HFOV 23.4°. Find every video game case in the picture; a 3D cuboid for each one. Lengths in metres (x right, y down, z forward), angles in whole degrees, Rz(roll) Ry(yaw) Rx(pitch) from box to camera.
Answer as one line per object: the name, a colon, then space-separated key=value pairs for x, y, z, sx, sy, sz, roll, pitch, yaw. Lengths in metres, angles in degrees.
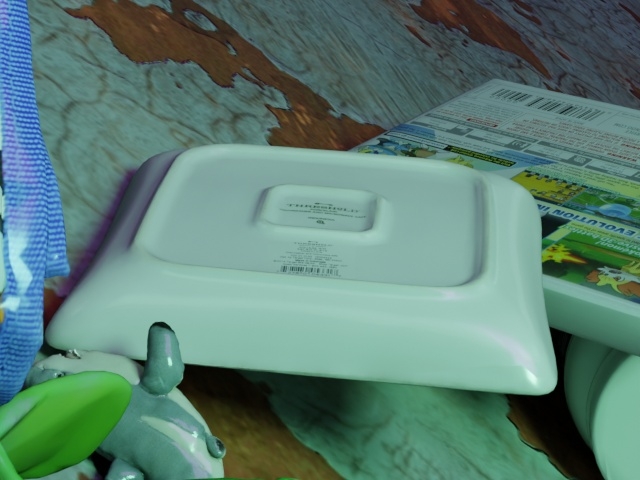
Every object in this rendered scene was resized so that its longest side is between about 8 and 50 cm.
video game case: x=0.175 y=-0.030 z=1.108 sx=0.329 sy=0.036 sz=0.300 roll=19 pitch=32 yaw=36

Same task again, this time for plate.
plate: x=0.000 y=0.000 z=0.931 sx=0.277 sy=0.045 sz=0.278 roll=6 pitch=24 yaw=3

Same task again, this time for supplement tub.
supplement tub: x=0.272 y=0.069 z=1.152 sx=0.191 sy=0.191 sz=0.272 roll=31 pitch=24 yaw=-11

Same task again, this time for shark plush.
shark plush: x=-0.087 y=0.120 z=0.776 sx=0.067 sy=0.073 sz=0.161 roll=-17 pitch=70 yaw=-33

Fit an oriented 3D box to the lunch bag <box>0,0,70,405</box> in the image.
lunch bag: x=-0.296 y=-0.079 z=0.541 sx=0.328 sy=0.239 sz=0.385 roll=8 pitch=27 yaw=-35

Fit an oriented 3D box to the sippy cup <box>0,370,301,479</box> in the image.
sippy cup: x=0.003 y=0.187 z=0.546 sx=0.224 sy=0.240 sz=0.305 roll=2 pitch=79 yaw=-68
